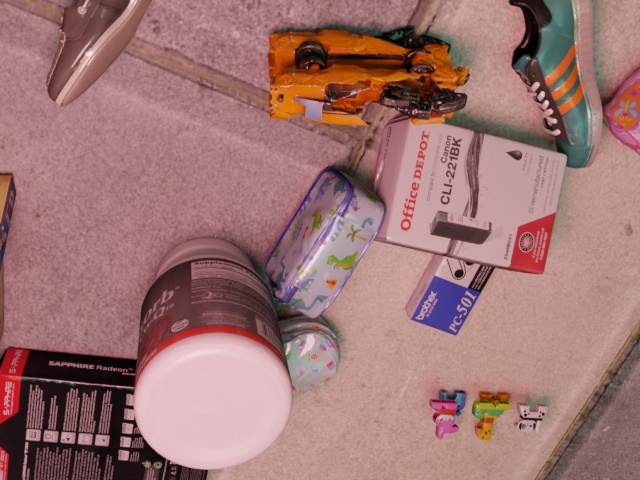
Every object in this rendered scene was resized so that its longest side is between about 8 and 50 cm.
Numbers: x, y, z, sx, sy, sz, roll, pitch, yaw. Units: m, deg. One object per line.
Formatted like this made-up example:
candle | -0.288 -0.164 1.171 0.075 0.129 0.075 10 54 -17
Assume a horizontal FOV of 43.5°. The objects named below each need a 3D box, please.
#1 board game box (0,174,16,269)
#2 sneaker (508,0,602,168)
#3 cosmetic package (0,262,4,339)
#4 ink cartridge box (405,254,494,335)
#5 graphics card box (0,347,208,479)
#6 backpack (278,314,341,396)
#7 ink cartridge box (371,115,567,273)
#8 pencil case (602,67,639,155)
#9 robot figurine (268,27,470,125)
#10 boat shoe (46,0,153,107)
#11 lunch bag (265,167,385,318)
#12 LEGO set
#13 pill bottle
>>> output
board game box | -0.534 0.001 1.135 0.165 0.243 0.042 -1 135 -9
sneaker | 0.357 -0.252 1.252 0.121 0.108 0.302 -13 107 -3
cosmetic package | -0.546 0.145 1.161 0.113 0.309 0.160 4 114 -11
ink cartridge box | 0.238 0.058 1.398 0.097 0.046 0.207 20 109 -16
graphics card box | -0.368 0.319 1.388 0.371 0.094 0.232 7 112 -11
backpack | -0.055 0.204 1.377 0.182 0.115 0.151 -22 113 -2
ink cartridge box | 0.226 -0.069 1.269 0.273 0.114 0.196 12 89 -14
pencil case | 0.580 -0.264 1.274 0.124 0.124 0.284 38 102 -22
robot figurine | 0.070 -0.235 1.166 0.291 0.211 0.085 2 135 -6
boat shoe | -0.289 -0.340 1.107 0.095 0.112 0.335 38 98 -4
lunch bag | 0.000 0.000 1.261 0.090 0.176 0.219 28 103 -20
LEGO set | 0.300 0.338 1.508 0.227 0.087 0.093 4 98 -11
pill bottle | -0.164 0.147 1.194 0.210 0.363 0.210 -4 114 -8
